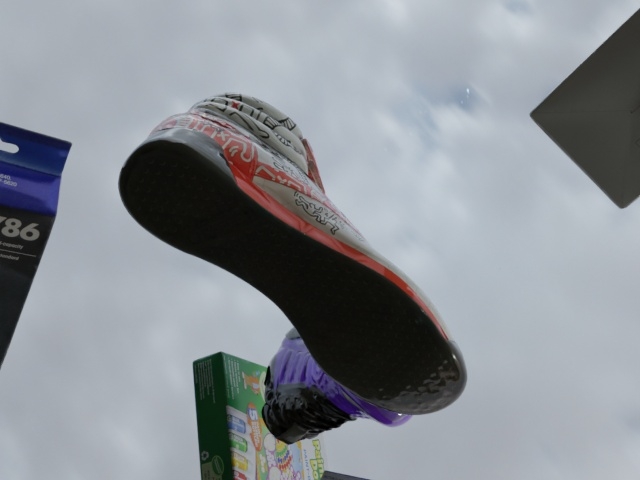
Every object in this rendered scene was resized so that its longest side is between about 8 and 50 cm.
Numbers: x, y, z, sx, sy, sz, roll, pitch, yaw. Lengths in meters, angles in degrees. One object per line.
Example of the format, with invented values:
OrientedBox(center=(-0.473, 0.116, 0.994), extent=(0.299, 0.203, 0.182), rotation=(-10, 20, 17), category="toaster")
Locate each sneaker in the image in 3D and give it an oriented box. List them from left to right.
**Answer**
OrientedBox(center=(0.000, -0.001, 0.441), extent=(0.270, 0.145, 0.090), rotation=(38, -62, -12), category="sneaker")
OrientedBox(center=(0.006, 0.178, 0.697), extent=(0.102, 0.293, 0.146), rotation=(41, -99, -15), category="sneaker")

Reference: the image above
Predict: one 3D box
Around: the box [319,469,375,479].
OrientedBox(center=(0.029, 0.310, 0.598), extent=(0.072, 0.126, 0.137), rotation=(43, -120, -18), category="box")

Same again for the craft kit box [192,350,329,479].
OrientedBox(center=(-0.069, 0.298, 0.833), extent=(0.061, 0.247, 0.249), rotation=(-22, -120, 18), category="craft kit box")

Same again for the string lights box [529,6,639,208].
OrientedBox(center=(0.226, -0.103, 0.420), extent=(0.133, 0.260, 0.076), rotation=(-45, -99, 21), category="string lights box")

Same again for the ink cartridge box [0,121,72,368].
OrientedBox(center=(-0.422, 0.015, 0.717), extent=(0.332, 0.166, 0.065), rotation=(-62, -146, 22), category="ink cartridge box")
